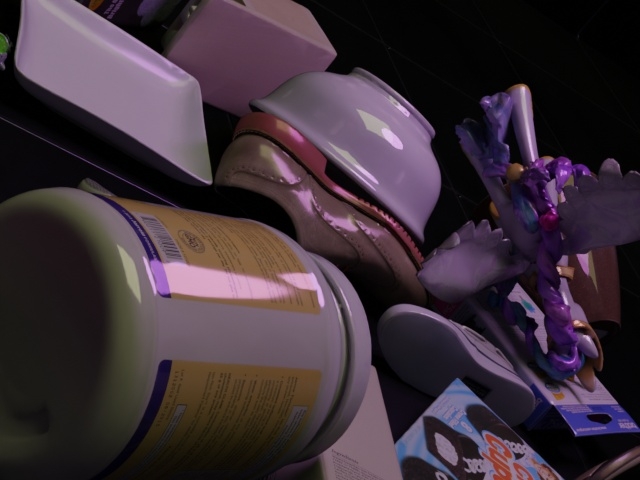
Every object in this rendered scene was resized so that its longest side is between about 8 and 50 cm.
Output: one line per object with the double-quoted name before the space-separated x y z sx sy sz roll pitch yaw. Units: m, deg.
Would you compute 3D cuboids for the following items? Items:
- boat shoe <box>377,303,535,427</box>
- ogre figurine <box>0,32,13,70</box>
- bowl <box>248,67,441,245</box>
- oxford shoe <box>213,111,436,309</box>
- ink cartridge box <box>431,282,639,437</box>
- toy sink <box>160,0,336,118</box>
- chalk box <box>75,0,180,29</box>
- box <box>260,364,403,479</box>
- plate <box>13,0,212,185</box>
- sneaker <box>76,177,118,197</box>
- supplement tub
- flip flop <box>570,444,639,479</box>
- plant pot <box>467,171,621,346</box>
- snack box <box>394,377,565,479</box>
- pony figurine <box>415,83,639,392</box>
"boat shoe" 0.158 0.145 1.908 0.258 0.095 0.084 39 15 -32
"ogre figurine" -0.412 -0.249 1.712 0.118 0.097 0.197 48 -13 49
"bowl" 0.058 -0.135 2.055 0.298 0.134 0.298 39 -4 3
"oxford shoe" 0.000 0.000 1.927 0.348 0.123 0.130 41 57 -17
"ink cartridge box" 0.282 0.162 2.095 0.185 0.065 0.311 7 37 -52
"toy sink" -0.124 -0.278 2.150 0.234 0.153 0.131 19 30 -40
"chalk box" -0.302 -0.414 2.080 0.179 0.180 0.289 48 22 17
"box" 0.006 0.213 1.507 0.113 0.094 0.275 31 23 -23
"plate" -0.262 -0.190 1.896 0.278 0.045 0.277 31 25 -26
"sneaker" -0.175 0.057 1.521 0.281 0.115 0.105 45 -8 -38
"supplement tub" -0.133 0.090 1.315 0.331 0.241 0.241 10 37 -52
"flip flop" 0.401 0.321 1.955 0.277 0.112 0.080 20 44 -53
"plant pot" 0.353 0.048 2.280 0.215 0.215 0.230 17 46 -45
"snack box" 0.159 0.274 1.684 0.187 0.060 0.322 44 22 6
"pony figurine" 0.280 -0.017 2.007 0.351 0.302 0.363 58 16 -53
